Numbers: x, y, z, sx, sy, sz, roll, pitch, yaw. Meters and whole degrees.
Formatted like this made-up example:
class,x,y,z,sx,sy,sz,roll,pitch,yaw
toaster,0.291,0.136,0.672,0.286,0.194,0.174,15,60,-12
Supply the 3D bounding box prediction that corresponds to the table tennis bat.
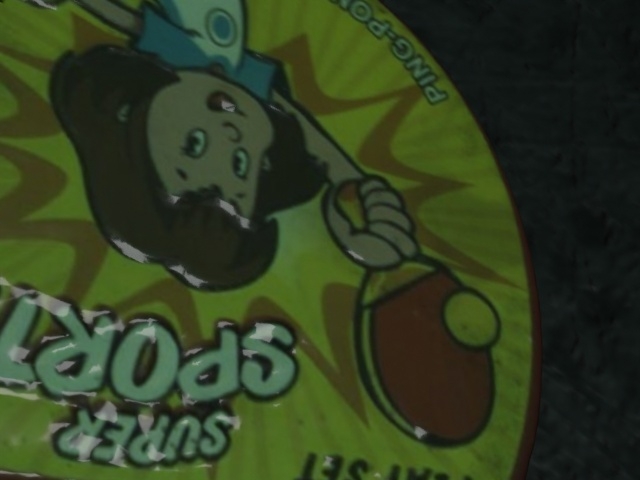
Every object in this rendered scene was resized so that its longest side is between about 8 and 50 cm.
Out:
class,x,y,z,sx,sy,sz,roll,pitch,yaw
table tennis bat,-0.041,0.062,0.417,0.268,0.051,0.415,13,62,-22
